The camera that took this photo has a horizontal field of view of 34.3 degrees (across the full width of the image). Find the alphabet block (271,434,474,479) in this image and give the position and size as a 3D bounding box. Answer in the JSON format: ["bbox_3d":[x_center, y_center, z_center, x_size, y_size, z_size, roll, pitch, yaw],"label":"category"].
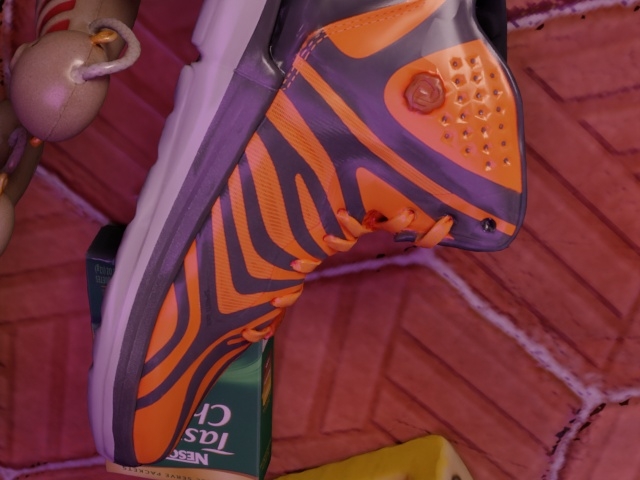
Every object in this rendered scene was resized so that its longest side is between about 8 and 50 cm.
[{"bbox_3d":[0.036,0.278,0.685,0.193,0.192,0.197,-22,116,21],"label":"alphabet block"}]

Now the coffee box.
[{"bbox_3d":[-0.087,0.082,0.667,0.113,0.040,0.184,8,124,6],"label":"coffee box"}]

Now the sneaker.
[{"bbox_3d":[0.000,0.000,0.522,0.180,0.125,0.321,20,113,-4],"label":"sneaker"}]

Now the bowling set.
[{"bbox_3d":[-0.161,-0.126,0.442,0.199,0.154,0.287,27,118,-21],"label":"bowling set"}]
